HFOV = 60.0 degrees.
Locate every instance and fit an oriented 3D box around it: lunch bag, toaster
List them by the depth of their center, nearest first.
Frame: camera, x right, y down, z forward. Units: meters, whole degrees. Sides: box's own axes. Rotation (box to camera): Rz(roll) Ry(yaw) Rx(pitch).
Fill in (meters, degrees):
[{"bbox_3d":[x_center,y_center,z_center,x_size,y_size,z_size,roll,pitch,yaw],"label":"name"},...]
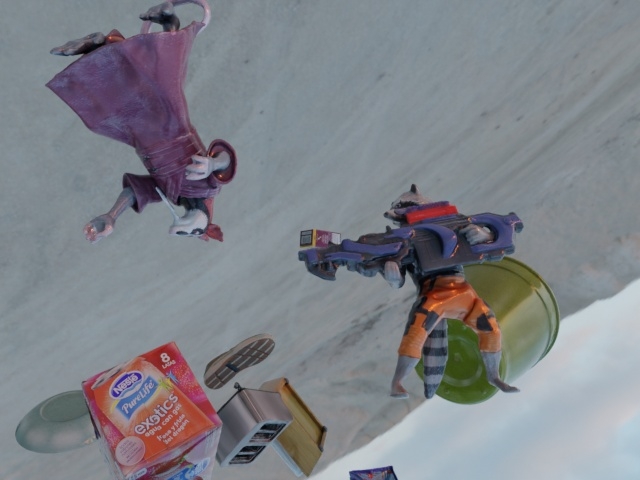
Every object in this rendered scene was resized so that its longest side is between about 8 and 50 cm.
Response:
[{"bbox_3d":[-0.179,0.446,1.337,0.168,0.110,0.186,-49,146,6],"label":"toaster"},{"bbox_3d":[0.180,0.750,1.453,0.138,0.220,0.293,-2,174,-12],"label":"lunch bag"}]

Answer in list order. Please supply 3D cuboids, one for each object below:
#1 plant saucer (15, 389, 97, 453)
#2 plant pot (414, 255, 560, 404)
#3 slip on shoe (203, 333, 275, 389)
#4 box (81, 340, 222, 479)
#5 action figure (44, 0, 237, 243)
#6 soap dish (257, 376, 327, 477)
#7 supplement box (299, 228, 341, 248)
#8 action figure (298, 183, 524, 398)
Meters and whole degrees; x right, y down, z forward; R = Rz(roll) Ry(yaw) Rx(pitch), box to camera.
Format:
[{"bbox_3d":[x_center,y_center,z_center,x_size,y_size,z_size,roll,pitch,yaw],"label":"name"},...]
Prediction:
[{"bbox_3d":[-0.494,0.341,1.090,0.195,0.195,0.037,-24,120,-52],"label":"plant saucer"},{"bbox_3d":[0.416,0.256,1.485,0.366,0.366,0.353,-45,168,33],"label":"plant pot"},{"bbox_3d":[-0.134,0.189,0.903,0.135,0.051,0.041,-39,-148,9],"label":"slip on shoe"},{"bbox_3d":[-0.219,0.261,0.730,0.123,0.128,0.256,-23,151,-29],"label":"box"},{"bbox_3d":[-0.250,-0.154,0.875,0.248,0.370,0.275,-10,-147,17],"label":"action figure"},{"bbox_3d":[-0.099,0.590,1.795,0.118,0.290,0.229,-39,177,6],"label":"soap dish"},{"bbox_3d":[0.000,0.000,1.311,0.083,0.043,0.055,9,170,-37],"label":"supplement box"},{"bbox_3d":[0.137,0.074,0.859,0.342,0.329,0.178,-2,161,-4],"label":"action figure"}]
